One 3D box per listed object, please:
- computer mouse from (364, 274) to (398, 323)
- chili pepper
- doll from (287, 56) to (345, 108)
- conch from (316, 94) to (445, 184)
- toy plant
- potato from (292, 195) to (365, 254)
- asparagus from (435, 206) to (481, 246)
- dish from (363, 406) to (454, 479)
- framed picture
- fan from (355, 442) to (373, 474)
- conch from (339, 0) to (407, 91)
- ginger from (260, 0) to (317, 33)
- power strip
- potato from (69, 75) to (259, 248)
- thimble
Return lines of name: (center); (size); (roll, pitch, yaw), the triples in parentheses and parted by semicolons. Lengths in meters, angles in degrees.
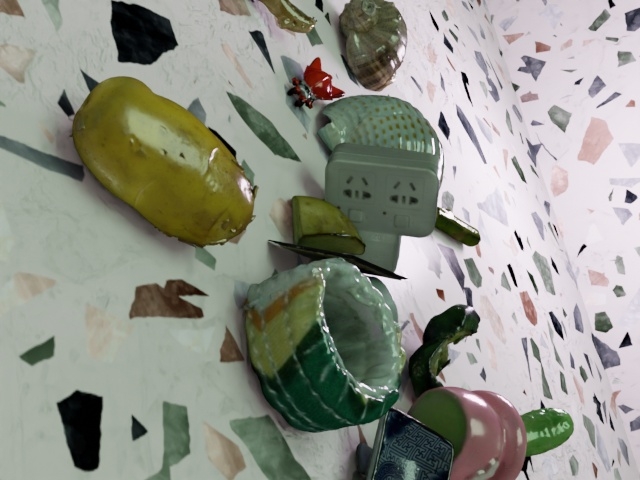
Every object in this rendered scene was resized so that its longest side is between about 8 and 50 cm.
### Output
computer mouse: (0.091, 0.162, 1.403); (0.128, 0.079, 0.231); (-127, -157, -47)
chili pepper: (0.262, 0.238, 1.645); (0.264, 0.116, 0.148); (-51, 138, -34)
doll: (-0.013, -0.345, 1.660); (0.109, 0.057, 0.169); (53, 35, -5)
conch: (0.160, -0.221, 1.722); (0.319, 0.215, 0.303); (45, 25, -36)
toy plant: (0.324, 0.438, 1.533); (0.356, 0.317, 0.210); (22, 17, -44)
potato: (0.021, -0.043, 1.428); (0.149, 0.081, 0.120); (5, 62, -20)
asparagus: (0.373, -0.040, 2.099); (0.277, 0.060, 0.067); (26, 68, -50)
dish: (0.132, 0.438, 1.301); (0.182, 0.080, 0.243); (35, 53, -26)
framed picture: (0.033, 0.038, 1.353); (0.195, 0.199, 0.010); (24, 79, -49)
fan: (0.151, 0.448, 1.421); (0.282, 0.023, 0.057); (37, 41, -42)
conch: (0.161, -0.532, 1.979); (0.291, 0.158, 0.210); (43, 36, -39)
ginger: (-0.133, -0.583, 1.604); (0.334, 0.081, 0.148); (56, 36, -18)
power strip: (0.131, -0.074, 1.562); (0.141, 0.229, 0.261); (-68, 163, -53)
potato: (-0.218, -0.108, 1.075); (0.300, 0.140, 0.173); (39, 46, -31)
thimble: (0.005, 0.165, 1.216); (0.288, 0.167, 0.254); (55, 36, -16)
